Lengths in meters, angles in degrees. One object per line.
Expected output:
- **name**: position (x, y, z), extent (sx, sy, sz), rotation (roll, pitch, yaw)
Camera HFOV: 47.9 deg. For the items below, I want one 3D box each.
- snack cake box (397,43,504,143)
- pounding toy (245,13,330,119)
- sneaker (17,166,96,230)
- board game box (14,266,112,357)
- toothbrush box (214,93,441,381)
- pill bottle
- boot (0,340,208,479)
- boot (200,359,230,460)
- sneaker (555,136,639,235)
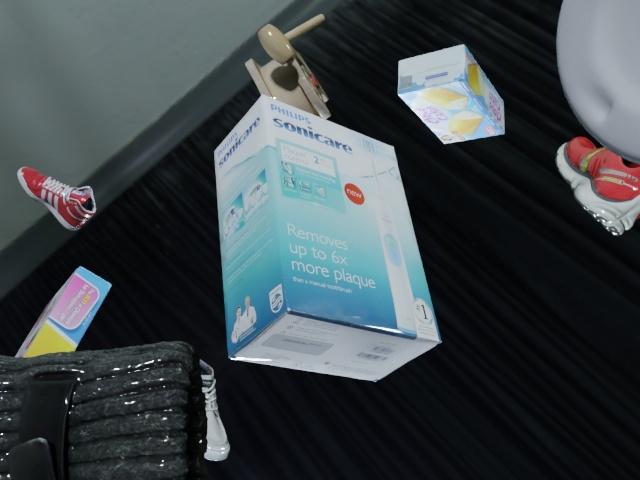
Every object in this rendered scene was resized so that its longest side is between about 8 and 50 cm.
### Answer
- **snack cake box**: position (0.295, -0.316, 1.601), extent (0.264, 0.152, 0.089), rotation (30, 58, -53)
- **pounding toy**: position (-0.020, -0.269, 1.209), extent (0.155, 0.154, 0.269), rotation (-32, 178, 10)
- **sneaker**: position (-0.377, -0.071, 1.044), extent (0.067, 0.042, 0.118), rotation (-28, 117, 32)
- **board game box**: position (-0.482, 0.220, 1.207), extent (0.242, 0.064, 0.316), rotation (-33, -151, 52)
- **toothbrush box**: position (0.000, 0.000, 0.868), extent (0.216, 0.295, 0.126), rotation (17, 139, -33)
- **pill bottle**: position (0.310, -0.138, 0.478), extent (0.283, 0.160, 0.160), rotation (-9, 134, -31)
- **boot**: position (-0.225, 0.244, 0.596), extent (0.260, 0.131, 0.347), rotation (2, 110, -7)
- **boot**: position (-0.261, 0.345, 1.546), extent (0.095, 0.258, 0.123), rotation (6, 112, -43)
- **sneaker**: position (0.434, -0.100, 1.060), extent (0.118, 0.107, 0.279), rotation (-44, -166, 22)
